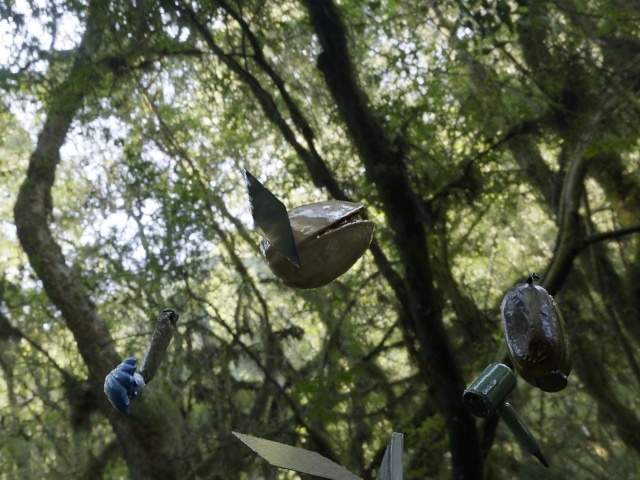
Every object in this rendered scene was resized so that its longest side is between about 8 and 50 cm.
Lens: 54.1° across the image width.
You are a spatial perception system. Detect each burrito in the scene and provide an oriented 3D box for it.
[{"bbox_3d":[-0.364,0.238,1.406,0.045,0.188,0.058,17,-27,4],"label":"burrito"}]

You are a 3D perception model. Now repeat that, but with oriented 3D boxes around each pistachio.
[{"bbox_3d":[0.000,0.000,1.471,0.318,0.193,0.214,-29,-6,-34],"label":"pistachio"}]

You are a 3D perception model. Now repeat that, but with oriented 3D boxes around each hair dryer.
[{"bbox_3d":[0.255,0.242,0.834,0.071,0.150,0.047,-33,-4,-36],"label":"hair dryer"}]

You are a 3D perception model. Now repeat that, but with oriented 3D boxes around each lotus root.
[{"bbox_3d":[0.429,0.190,1.259,0.124,0.241,0.123,34,-50,-27],"label":"lotus root"}]

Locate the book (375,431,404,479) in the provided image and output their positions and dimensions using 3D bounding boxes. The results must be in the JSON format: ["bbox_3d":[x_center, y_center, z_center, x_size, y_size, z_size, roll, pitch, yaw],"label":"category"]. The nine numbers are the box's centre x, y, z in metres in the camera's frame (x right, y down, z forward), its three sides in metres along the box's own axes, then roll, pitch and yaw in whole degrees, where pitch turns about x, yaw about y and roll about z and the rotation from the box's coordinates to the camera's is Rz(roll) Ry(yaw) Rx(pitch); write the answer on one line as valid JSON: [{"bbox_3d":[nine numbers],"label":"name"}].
[{"bbox_3d":[0.092,0.426,0.962,0.026,0.157,0.231,9,-51,-2],"label":"book"}]

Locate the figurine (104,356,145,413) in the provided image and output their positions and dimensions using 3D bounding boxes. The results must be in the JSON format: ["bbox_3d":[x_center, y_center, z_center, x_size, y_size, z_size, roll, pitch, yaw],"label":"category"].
[{"bbox_3d":[-0.384,0.288,1.234,0.079,0.114,0.114,19,-48,-22],"label":"figurine"}]

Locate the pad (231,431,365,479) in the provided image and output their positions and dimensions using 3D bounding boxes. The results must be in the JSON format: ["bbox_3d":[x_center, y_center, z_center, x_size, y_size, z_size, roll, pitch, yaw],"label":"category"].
[{"bbox_3d":[-0.031,0.312,0.896,0.158,0.003,0.235,20,-13,-18],"label":"pad"}]

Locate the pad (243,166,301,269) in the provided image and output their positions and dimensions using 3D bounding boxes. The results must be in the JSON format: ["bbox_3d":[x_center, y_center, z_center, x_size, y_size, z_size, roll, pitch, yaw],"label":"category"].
[{"bbox_3d":[-0.097,-0.047,1.242,0.003,0.211,0.143,-35,-52,16],"label":"pad"}]
